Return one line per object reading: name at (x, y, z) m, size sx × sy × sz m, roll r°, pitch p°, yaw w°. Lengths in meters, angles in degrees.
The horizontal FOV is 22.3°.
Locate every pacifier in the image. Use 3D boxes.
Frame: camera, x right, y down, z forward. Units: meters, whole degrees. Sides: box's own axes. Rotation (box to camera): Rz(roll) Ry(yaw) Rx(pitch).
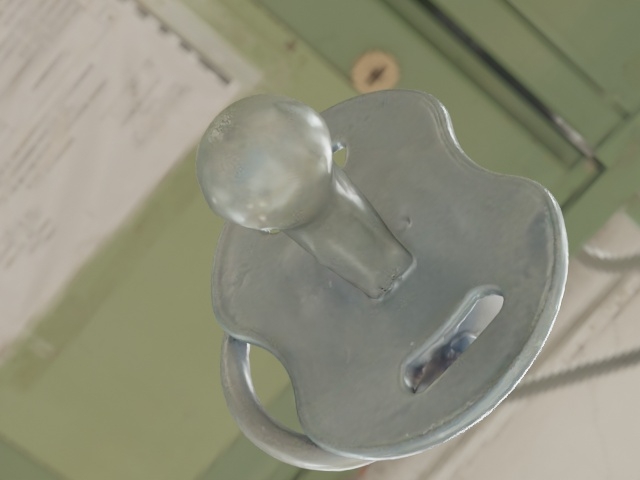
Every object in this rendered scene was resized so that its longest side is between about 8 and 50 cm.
pacifier at (0.000, 0.000, 0.970) m, size 0.238 × 0.226 × 0.287 m, roll -42°, pitch -140°, yaw 4°
